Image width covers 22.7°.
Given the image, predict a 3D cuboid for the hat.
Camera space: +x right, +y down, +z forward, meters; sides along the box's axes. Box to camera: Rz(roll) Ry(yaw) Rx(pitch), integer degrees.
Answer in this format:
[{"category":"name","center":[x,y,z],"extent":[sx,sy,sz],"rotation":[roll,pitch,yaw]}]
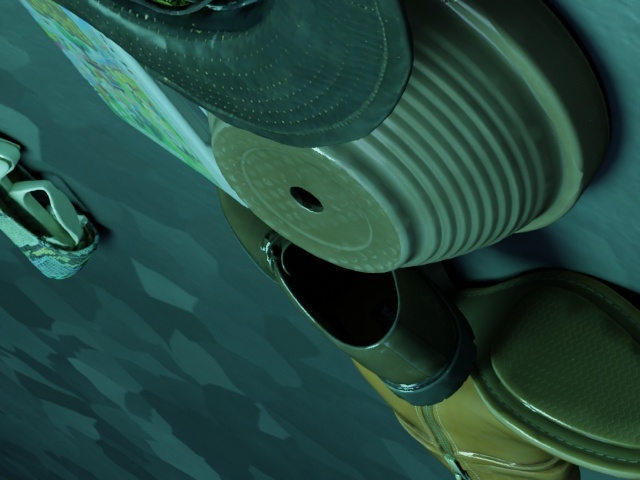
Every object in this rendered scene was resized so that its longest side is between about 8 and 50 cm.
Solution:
[{"category":"hat","center":[-0.063,-0.190,0.668],"extent":[0.331,0.134,0.331],"rotation":[33,162,12]}]

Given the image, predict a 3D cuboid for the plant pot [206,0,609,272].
[{"category":"plant pot","center":[0.021,-0.061,0.831],"extent":[0.237,0.110,0.237],"rotation":[28,155,14]}]

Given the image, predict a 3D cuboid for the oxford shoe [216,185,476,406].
[{"category":"oxford shoe","center":[0.000,0.000,0.955],"extent":[0.227,0.083,0.096],"rotation":[41,-177,40]}]

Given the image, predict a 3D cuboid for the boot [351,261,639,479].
[{"category":"boot","center":[0.133,0.116,1.021],"extent":[0.283,0.109,0.220],"rotation":[19,152,36]}]

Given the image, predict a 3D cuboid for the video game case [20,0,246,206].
[{"category":"video game case","center":[-0.132,-0.120,0.949],"extent":[0.193,0.023,0.212],"rotation":[52,171,-35]}]

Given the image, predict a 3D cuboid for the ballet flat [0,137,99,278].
[{"category":"ballet flat","center":[-0.253,-0.046,1.306],"extent":[0.188,0.070,0.070],"rotation":[44,155,-25]}]
